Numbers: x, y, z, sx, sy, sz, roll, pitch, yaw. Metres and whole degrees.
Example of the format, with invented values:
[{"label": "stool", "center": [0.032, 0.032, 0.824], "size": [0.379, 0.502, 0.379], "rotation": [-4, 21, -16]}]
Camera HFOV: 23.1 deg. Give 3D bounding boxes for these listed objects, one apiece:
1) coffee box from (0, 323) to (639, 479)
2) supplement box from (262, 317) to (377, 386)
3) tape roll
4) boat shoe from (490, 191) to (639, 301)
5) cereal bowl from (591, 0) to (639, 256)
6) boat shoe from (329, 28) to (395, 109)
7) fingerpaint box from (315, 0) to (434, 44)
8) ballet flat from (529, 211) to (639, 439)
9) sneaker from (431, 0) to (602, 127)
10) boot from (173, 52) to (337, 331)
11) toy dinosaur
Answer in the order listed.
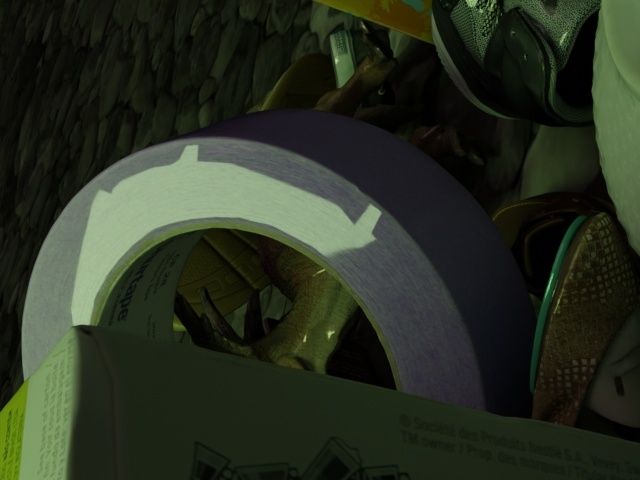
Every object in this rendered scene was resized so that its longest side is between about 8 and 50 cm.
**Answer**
[{"label": "coffee box", "center": [-0.013, 0.282, 0.622], "size": [0.334, 0.338, 0.338], "rotation": [-46, 37, 47]}, {"label": "supplement box", "center": [-0.007, 0.151, 1.017], "size": [0.104, 0.081, 0.188], "rotation": [-61, 27, 25]}, {"label": "tape roll", "center": [-0.024, 0.071, 0.844], "size": [0.090, 0.275, 0.274], "rotation": [-30, -27, -60]}, {"label": "boat shoe", "center": [0.131, 0.004, 0.836], "size": [0.178, 0.060, 0.064], "rotation": [25, 98, 67]}, {"label": "cereal bowl", "center": [0.217, -0.110, 0.626], "size": [0.339, 0.141, 0.339], "rotation": [-43, 38, 48]}, {"label": "boat shoe", "center": [0.033, -0.099, 1.102], "size": [0.142, 0.040, 0.049], "rotation": [78, -179, -63]}, {"label": "fingerpaint box", "center": [-0.007, -0.396, 1.019], "size": [0.444, 0.371, 0.163], "rotation": [-70, 25, 11]}, {"label": "ballet flat", "center": [0.131, 0.084, 0.745], "size": [0.067, 0.073, 0.206], "rotation": [26, 128, 27]}, {"label": "sneaker", "center": [0.093, -0.160, 0.827], "size": [0.101, 0.268, 0.153], "rotation": [-42, 32, -7]}, {"label": "boot", "center": [-0.082, -0.009, 1.204], "size": [0.203, 0.095, 0.262], "rotation": [-38, 17, 55]}, {"label": "toy dinosaur", "center": [-0.006, -0.009, 0.989], "size": [0.200, 0.127, 0.295], "rotation": [-42, 21, 29]}]
